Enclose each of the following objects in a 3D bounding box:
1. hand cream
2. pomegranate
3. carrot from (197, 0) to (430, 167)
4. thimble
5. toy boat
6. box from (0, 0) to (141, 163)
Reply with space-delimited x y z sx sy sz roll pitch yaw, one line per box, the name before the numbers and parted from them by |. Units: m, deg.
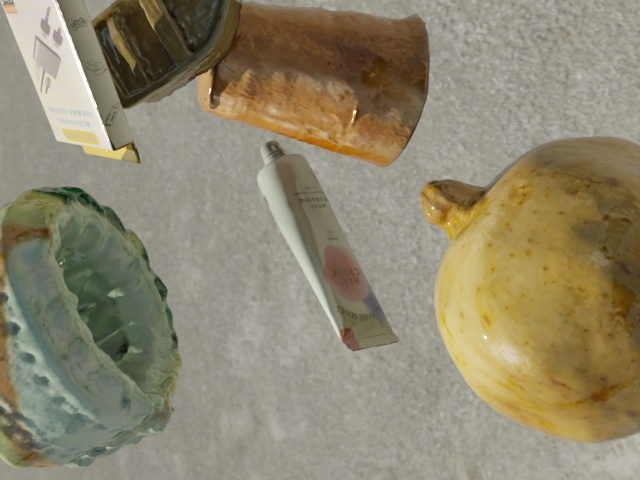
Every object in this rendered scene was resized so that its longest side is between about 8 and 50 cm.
hand cream | 0.000 0.000 1.224 0.077 0.124 0.341 -41 67 30
pomegranate | 0.301 0.044 1.084 0.410 0.410 0.411 4 96 50
carrot | -0.016 -0.207 1.069 0.196 0.254 0.196 -171 90 -74
thimble | -0.272 0.094 0.919 0.167 0.254 0.288 -26 89 14
toy boat | -0.161 -0.235 0.964 0.188 0.061 0.116 -30 83 21
box | -0.265 -0.190 0.892 0.129 0.033 0.247 13 127 46
